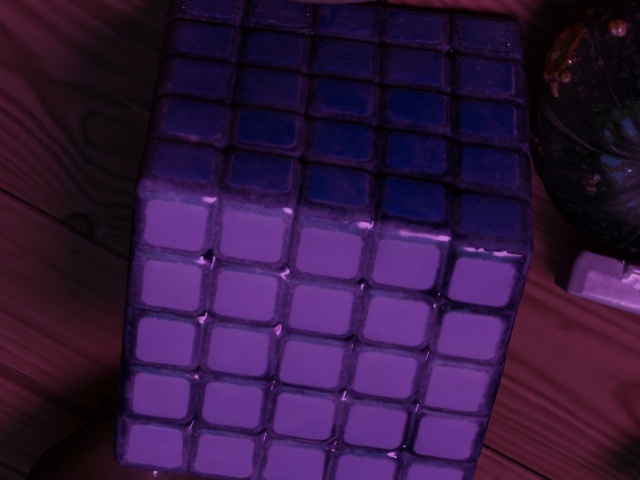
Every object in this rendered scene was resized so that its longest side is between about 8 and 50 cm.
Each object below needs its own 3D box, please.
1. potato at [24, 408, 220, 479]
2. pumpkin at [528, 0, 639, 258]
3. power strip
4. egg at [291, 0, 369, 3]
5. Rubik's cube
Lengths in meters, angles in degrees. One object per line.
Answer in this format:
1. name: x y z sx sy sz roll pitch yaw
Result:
1. potato: -0.065 0.228 1.421 0.326 0.221 0.243 17 138 -5
2. pumpkin: 0.221 -0.075 1.194 0.190 0.146 0.190 2 107 6
3. power strip: 0.200 0.029 1.274 0.081 0.192 0.035 15 91 3
4. egg: -0.001 -0.225 1.063 0.241 0.186 0.186 8 131 -17
5. Rubik's cube: 0.000 0.000 1.218 0.236 0.237 0.238 8 129 -1
